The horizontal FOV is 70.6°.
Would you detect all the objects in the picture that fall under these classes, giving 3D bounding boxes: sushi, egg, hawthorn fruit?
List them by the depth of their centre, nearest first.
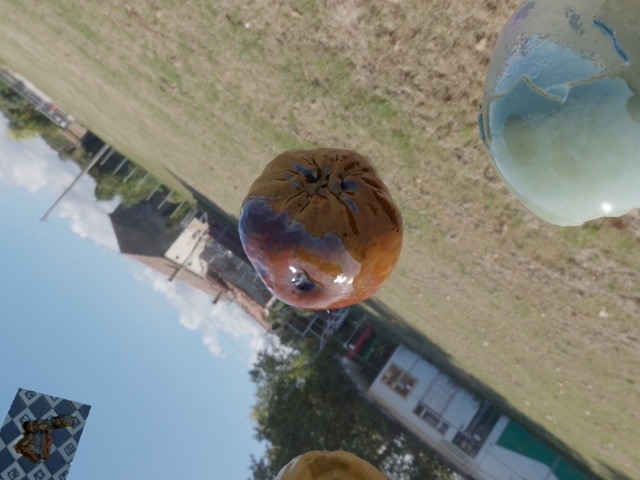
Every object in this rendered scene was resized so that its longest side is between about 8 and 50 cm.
[{"bbox_3d":[0.369,-0.193,0.641,0.336,0.278,0.278,62,168,-6],"label":"egg"},{"bbox_3d":[-0.420,0.299,0.683,0.120,0.126,0.026,14,163,0],"label":"sushi"},{"bbox_3d":[0.001,-0.017,0.702,0.258,0.258,0.262,36,171,6],"label":"hawthorn fruit"}]

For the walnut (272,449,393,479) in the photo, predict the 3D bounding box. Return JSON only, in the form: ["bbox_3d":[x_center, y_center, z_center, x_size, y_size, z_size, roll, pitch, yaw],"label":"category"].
[{"bbox_3d":[0.020,0.359,0.490,0.257,0.257,0.225,31,139,36],"label":"walnut"}]
